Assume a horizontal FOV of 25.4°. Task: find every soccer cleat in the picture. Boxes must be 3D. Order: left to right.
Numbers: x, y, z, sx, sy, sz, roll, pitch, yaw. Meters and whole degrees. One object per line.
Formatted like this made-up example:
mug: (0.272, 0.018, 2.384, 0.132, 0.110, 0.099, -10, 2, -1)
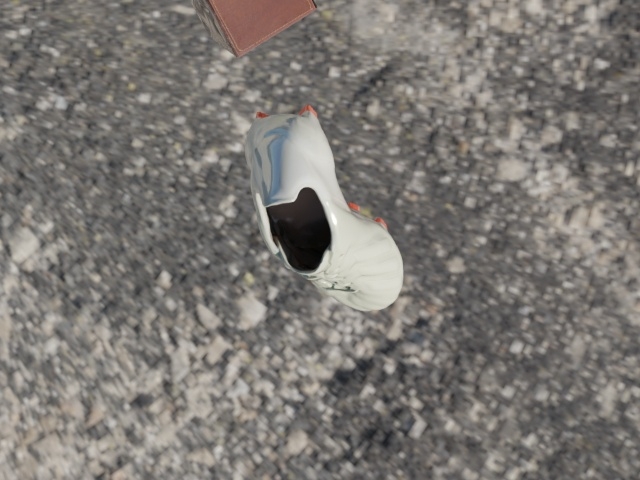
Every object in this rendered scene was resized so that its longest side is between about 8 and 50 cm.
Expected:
soccer cleat: (0.000, 0.000, 0.855, 0.068, 0.076, 0.196, -10, 144, 17)

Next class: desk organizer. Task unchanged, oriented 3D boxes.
desk organizer: (-0.003, -0.143, 0.662, 0.130, 0.047, 0.050, -33, 119, -8)
